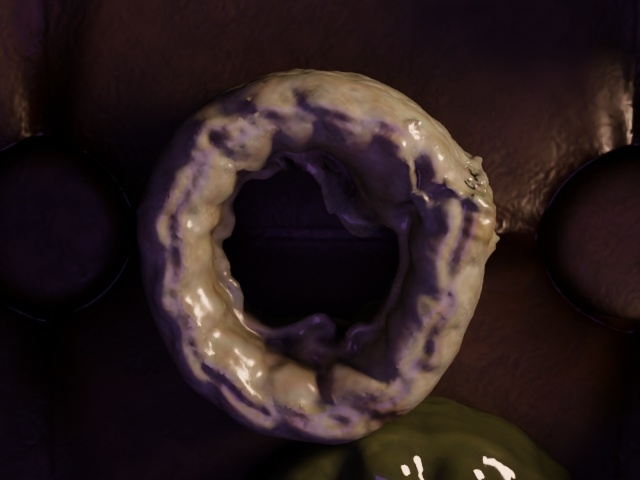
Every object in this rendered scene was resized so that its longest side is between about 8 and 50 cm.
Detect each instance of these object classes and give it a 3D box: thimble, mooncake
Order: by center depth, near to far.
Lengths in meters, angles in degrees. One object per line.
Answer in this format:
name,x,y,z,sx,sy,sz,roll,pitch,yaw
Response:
thimble,0.000,0.000,1.472,0.291,0.195,0.292,0,101,1
mooncake,0.073,0.311,1.529,0.356,0.194,0.357,0,102,2
